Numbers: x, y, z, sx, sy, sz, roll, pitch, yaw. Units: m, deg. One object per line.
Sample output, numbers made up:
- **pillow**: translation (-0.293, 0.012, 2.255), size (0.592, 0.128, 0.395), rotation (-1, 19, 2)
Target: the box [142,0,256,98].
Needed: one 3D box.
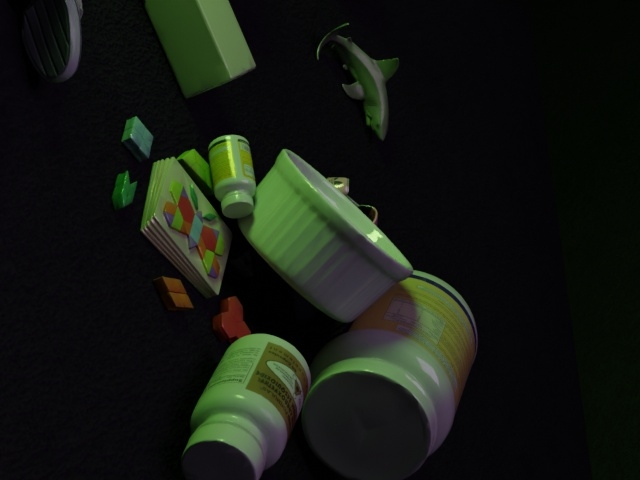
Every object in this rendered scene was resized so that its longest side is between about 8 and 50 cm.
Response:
- **box**: translation (-0.206, -0.367, 1.933), size (0.275, 0.094, 0.113), rotation (68, 24, -9)

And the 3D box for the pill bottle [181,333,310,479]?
- **pill bottle**: translation (-0.101, 0.237, 1.681), size (0.131, 0.131, 0.229), rotation (62, 26, -20)

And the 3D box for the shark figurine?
- **shark figurine**: translation (0.095, -0.359, 2.558), size (0.278, 0.116, 0.166), rotation (56, 27, -35)

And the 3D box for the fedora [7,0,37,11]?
- **fedora**: translation (-0.402, -0.432, 1.440), size (0.152, 0.334, 0.334), rotation (-3, 72, -26)

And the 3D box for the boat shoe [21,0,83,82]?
- **boat shoe**: translation (-0.337, -0.305, 1.618), size (0.076, 0.083, 0.226), rotation (13, 61, -61)

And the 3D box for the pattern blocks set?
- **pattern blocks set**: translation (-0.188, -0.015, 1.805), size (0.325, 0.026, 0.285), rotation (43, 36, -46)

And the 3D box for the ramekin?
- **ramekin**: translation (0.000, 0.000, 1.942), size (0.277, 0.135, 0.277), rotation (42, 6, -6)

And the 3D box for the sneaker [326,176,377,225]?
- **sneaker**: translation (0.060, 0.004, 2.193), size (0.319, 0.131, 0.112), rotation (46, 34, -45)

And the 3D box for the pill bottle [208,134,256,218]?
- **pill bottle**: translation (-0.131, -0.094, 1.882), size (0.065, 0.065, 0.116), rotation (37, 36, -52)

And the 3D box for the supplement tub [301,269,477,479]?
- **supplement tub**: translation (0.112, 0.215, 2.022), size (0.241, 0.241, 0.331), rotation (65, 25, -15)
